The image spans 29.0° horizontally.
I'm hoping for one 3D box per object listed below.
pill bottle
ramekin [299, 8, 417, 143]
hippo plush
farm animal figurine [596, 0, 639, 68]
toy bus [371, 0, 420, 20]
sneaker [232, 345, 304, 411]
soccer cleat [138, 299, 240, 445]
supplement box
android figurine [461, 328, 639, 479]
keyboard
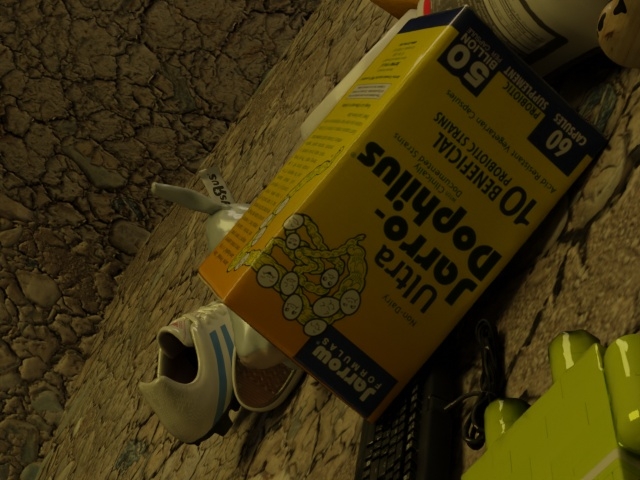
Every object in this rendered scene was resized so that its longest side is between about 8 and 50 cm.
[{"bbox_3d":[0.242,-0.266,1.273,0.176,0.176,0.318,-64,15,-20],"label":"pill bottle"},{"bbox_3d":[0.089,-0.180,1.599,0.273,0.127,0.273,-47,4,4],"label":"ramekin"},{"bbox_3d":[0.000,0.000,1.510,0.236,0.294,0.234,-26,-1,33],"label":"hippo plush"},{"bbox_3d":[0.293,-0.285,0.909,0.330,0.172,0.327,-66,-8,11],"label":"farm animal figurine"},{"bbox_3d":[0.170,-0.352,1.618,0.333,0.108,0.130,20,86,54],"label":"toy bus"},{"bbox_3d":[-0.039,0.110,1.707,0.123,0.106,0.290,68,-144,-63],"label":"sneaker"},{"bbox_3d":[-0.150,0.134,1.730,0.116,0.143,0.331,-27,25,32],"label":"soccer cleat"},{"bbox_3d":[0.072,-0.031,1.227,0.356,0.194,0.195,-50,13,-3],"label":"supplement box"},{"bbox_3d":[0.161,0.181,0.864,0.248,0.056,0.273,-51,14,30],"label":"android figurine"},{"bbox_3d":[0.096,0.160,1.130,0.201,0.033,0.317,-41,19,27],"label":"keyboard"}]
